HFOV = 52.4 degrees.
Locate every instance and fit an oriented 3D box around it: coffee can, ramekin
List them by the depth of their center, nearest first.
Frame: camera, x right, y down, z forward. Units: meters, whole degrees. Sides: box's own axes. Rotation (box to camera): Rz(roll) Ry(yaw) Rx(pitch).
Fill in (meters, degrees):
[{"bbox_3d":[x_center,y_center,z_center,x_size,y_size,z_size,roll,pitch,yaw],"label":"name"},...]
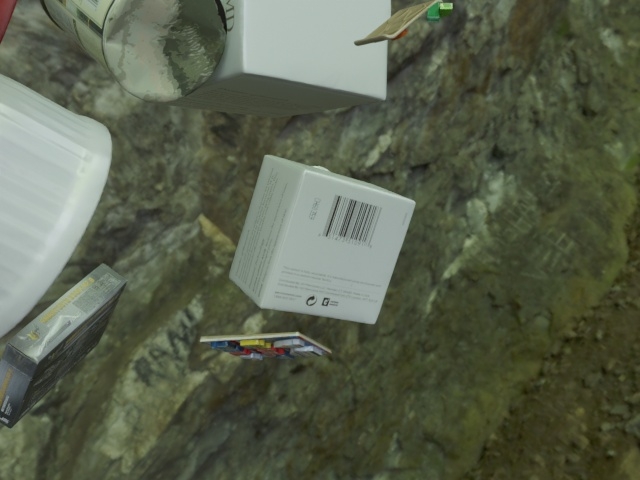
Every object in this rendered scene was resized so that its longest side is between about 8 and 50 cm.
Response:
[{"bbox_3d":[-0.357,-0.042,0.676,0.135,0.277,0.277,35,-86,-38],"label":"ramekin"},{"bbox_3d":[-0.306,-0.370,1.043,0.201,0.275,0.202,-28,-39,-26],"label":"coffee can"}]

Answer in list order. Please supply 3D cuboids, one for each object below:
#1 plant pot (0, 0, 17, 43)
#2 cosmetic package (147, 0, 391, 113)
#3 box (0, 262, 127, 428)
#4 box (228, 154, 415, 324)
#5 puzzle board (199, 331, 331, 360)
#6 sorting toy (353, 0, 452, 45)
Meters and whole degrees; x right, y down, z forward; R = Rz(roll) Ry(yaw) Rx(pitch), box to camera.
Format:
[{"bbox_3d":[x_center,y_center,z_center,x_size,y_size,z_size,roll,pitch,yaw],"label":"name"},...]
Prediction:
[{"bbox_3d":[-0.325,-0.231,0.483,0.174,0.191,0.191,20,-66,-38],"label":"plant pot"},{"bbox_3d":[-0.111,-0.430,1.260,0.327,0.393,0.330,0,-87,-38],"label":"cosmetic package"},{"bbox_3d":[-0.423,0.165,1.049,0.183,0.056,0.231,-56,0,35],"label":"box"},{"bbox_3d":[0.000,0.000,0.864,0.119,0.180,0.182,31,106,57],"label":"box"},{"bbox_3d":[-0.050,0.108,0.649,0.128,0.096,0.011,48,-140,-68],"label":"puzzle board"},{"bbox_3d":[0.070,-0.175,0.526,0.062,0.012,0.083,-37,23,-15],"label":"sorting toy"}]
